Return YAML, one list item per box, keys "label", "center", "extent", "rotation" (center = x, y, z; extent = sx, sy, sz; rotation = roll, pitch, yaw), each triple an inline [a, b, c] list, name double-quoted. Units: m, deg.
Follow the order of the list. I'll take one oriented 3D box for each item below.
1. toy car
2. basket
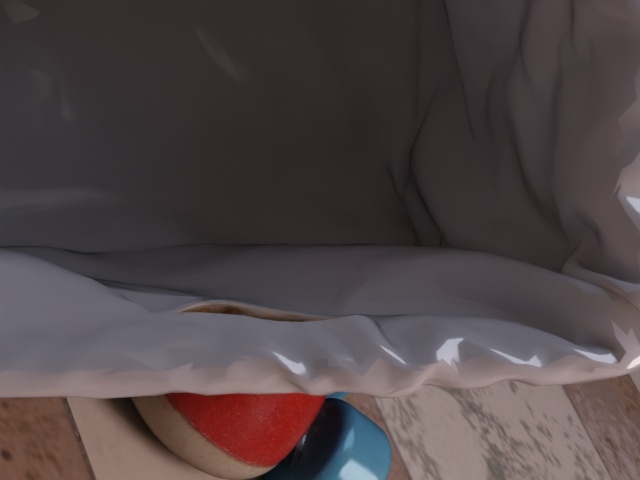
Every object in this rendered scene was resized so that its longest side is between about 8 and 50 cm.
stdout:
- label: "toy car"
  center: [0.000, 0.000, 1.075]
  extent: [0.219, 0.238, 0.210]
  rotation: [40, 24, -26]
- label: "basket"
  center: [-0.046, -0.105, 0.830]
  extent: [0.266, 0.328, 0.331]
  rotation: [180, -91, -80]
